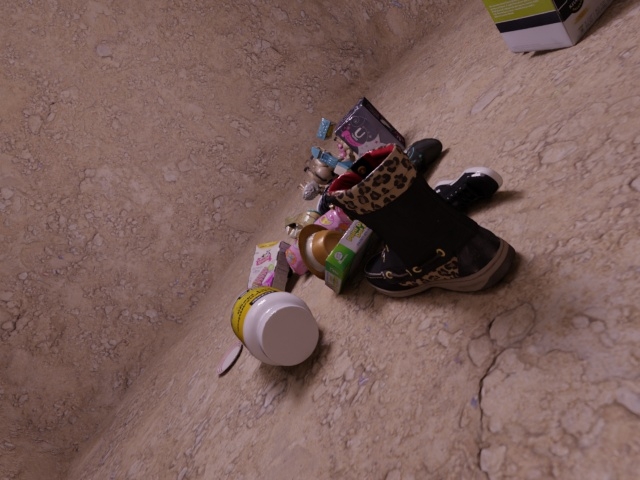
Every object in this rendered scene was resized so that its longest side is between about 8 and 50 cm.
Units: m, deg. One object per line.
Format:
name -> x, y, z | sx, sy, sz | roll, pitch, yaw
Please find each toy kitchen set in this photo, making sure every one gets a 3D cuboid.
toy kitchen set -> 0.066, -0.382, 1.645 | 0.122, 0.207, 0.166 | -30, -34, -59

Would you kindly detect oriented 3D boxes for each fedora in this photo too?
fedora -> 0.021, 0.023, 1.186 | 0.079, 0.194, 0.194 | -30, 23, 37

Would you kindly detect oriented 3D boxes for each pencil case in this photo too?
pencil case -> 0.000, 0.000, 1.413 | 0.284, 0.124, 0.124 | -43, 16, 27

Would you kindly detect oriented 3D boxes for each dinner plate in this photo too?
dinner plate -> -0.333, 0.433, 1.482 | 0.141, 0.017, 0.141 | -44, 15, 15

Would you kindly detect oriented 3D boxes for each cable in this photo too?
cable -> 0.050, -0.179, 1.591 | 0.150, 0.047, 0.184 | -51, -13, -11

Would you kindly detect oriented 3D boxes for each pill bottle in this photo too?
pill bottle -> -0.129, 0.226, 1.089 | 0.188, 0.188, 0.334 | -53, 16, -15

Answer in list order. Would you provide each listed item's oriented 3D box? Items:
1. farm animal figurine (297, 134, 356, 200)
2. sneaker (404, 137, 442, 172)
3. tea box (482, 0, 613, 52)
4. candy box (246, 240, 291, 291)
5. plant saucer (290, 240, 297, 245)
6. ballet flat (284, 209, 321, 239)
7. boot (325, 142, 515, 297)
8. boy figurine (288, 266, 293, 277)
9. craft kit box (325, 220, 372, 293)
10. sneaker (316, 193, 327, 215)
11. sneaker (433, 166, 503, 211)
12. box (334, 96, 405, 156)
farm animal figurine -> 0.075, -0.339, 1.849 | 0.326, 0.172, 0.330 | -35, -20, -39
sneaker -> 0.270, -0.206, 1.221 | 0.267, 0.101, 0.106 | -36, 41, 2
tea box -> 0.613, -0.740, 1.044 | 0.329, 0.323, 0.220 | -48, 29, 1
candy box -> -0.195, 0.126, 1.516 | 0.159, 0.071, 0.233 | -10, 62, 44
plant saucer -> -0.038, -0.010, 1.593 | 0.200, 0.037, 0.200 | -32, 2, 1
ballet flat -> -0.099, -0.061, 1.867 | 0.123, 0.123, 0.348 | -54, 16, -19
boot -> 0.133, -0.021, 0.772 | 0.138, 0.284, 0.377 | -54, 16, -18
boy figurine -> -0.217, 0.143, 1.724 | 0.177, 0.092, 0.285 | -55, 15, -17
craft kit box -> 0.101, 0.005, 1.047 | 0.247, 0.061, 0.250 | -56, -11, -17
sneaker -> 0.077, -0.196, 1.729 | 0.226, 0.086, 0.163 | -48, 12, -2
sneaker -> 0.296, -0.079, 0.877 | 0.121, 0.079, 0.217 | -55, 8, -10
box -> 0.201, -0.424, 1.629 | 0.163, 0.247, 0.142 | -41, 16, 28
